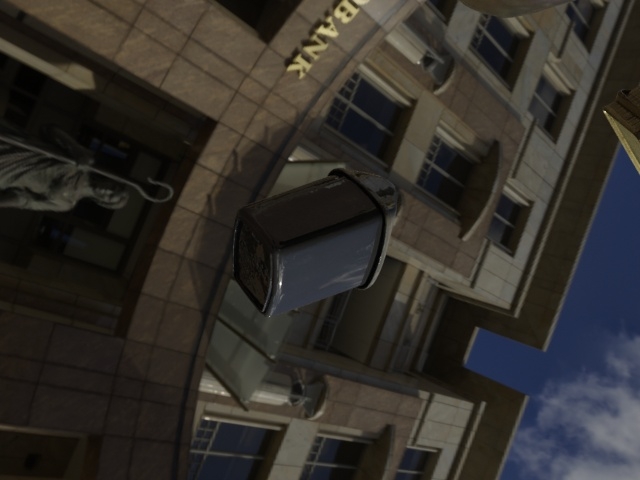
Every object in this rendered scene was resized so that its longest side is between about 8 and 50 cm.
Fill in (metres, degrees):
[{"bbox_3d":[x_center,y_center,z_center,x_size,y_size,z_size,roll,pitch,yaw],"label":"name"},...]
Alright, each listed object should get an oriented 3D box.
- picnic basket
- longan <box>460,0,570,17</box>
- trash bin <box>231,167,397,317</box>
[{"bbox_3d":[0.432,-0.115,0.668,0.079,0.164,0.115,-34,-154,21],"label":"picnic basket"},{"bbox_3d":[0.251,-0.397,0.596,0.300,0.300,0.243,-51,-145,17],"label":"longan"},{"bbox_3d":[0.000,0.000,0.967,0.182,0.291,0.209,46,-39,33],"label":"trash bin"}]
